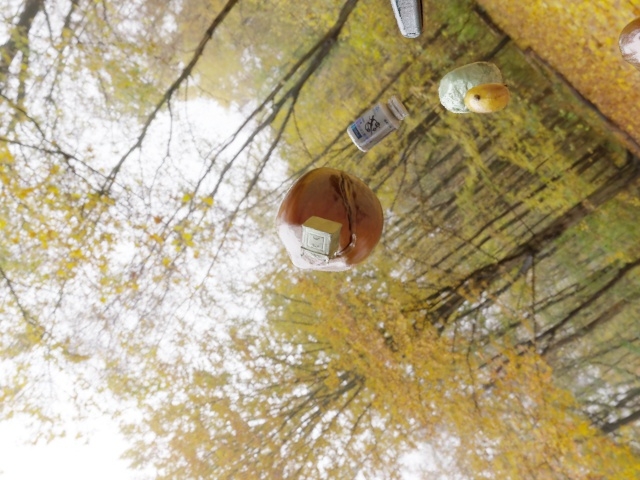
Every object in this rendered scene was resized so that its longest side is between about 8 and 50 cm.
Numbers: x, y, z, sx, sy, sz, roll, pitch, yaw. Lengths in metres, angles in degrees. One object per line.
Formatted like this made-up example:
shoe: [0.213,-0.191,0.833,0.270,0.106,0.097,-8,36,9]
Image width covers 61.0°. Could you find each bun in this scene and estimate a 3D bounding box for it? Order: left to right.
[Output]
bun: [0.453,-0.450,1.624,0.195,0.195,0.118,1,-103,-58]

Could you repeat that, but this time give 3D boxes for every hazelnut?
hazelnut: [0.029,-0.067,1.812,0.372,0.372,0.315,43,160,-8]
hazelnut: [1.053,-0.629,1.691,0.210,0.186,0.210,37,-163,-13]

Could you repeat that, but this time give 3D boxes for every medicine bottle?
medicine bottle: [0.192,-0.388,1.798,0.107,0.191,0.107,44,-157,-25]

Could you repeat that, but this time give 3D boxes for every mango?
mango: [0.394,-0.335,1.281,0.187,0.101,0.066,-31,-63,-62]

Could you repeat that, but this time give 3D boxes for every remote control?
remote control: [0.179,-0.523,1.142,0.222,0.072,0.042,60,-142,-52]

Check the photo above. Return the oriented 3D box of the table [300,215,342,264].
table: [0.000,0.000,1.246,0.079,0.083,0.062,17,-150,19]
